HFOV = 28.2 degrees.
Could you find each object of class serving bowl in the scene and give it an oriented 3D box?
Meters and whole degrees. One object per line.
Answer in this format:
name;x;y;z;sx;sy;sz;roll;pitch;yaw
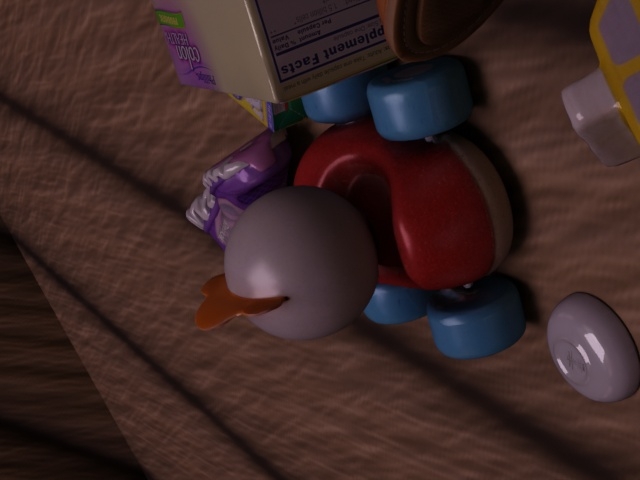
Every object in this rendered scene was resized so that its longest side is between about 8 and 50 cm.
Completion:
serving bowl;0.187;0.080;0.900;0.083;0.027;0.083;46;151;36

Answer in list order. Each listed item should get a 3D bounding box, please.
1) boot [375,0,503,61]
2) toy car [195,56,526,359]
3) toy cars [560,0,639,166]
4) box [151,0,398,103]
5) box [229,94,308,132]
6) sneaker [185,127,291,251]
boot;0.022;-0.256;0.672;0.220;0.109;0.283;41;146;35
toy car;0.000;0.000;0.952;0.210;0.238;0.219;21;131;59
toy cars;0.095;-0.146;0.484;0.394;0.087;0.176;59;-162;-18
box;-0.056;-0.237;0.914;0.213;0.117;0.243;22;132;64
box;-0.079;-0.188;1.187;0.179;0.043;0.105;44;149;44
sneaker;-0.061;-0.034;1.253;0.104;0.095;0.236;55;161;6
